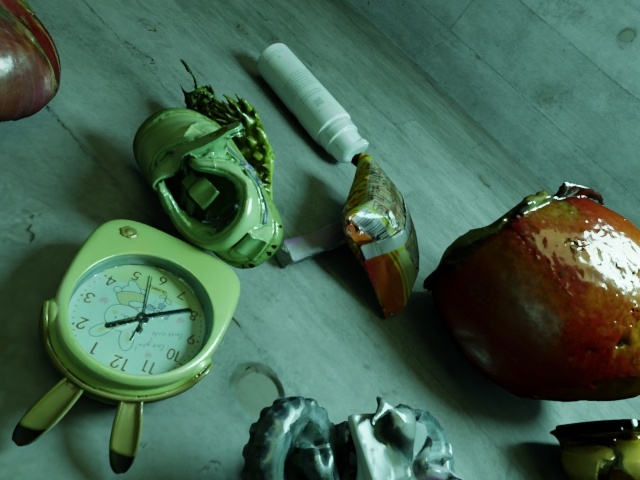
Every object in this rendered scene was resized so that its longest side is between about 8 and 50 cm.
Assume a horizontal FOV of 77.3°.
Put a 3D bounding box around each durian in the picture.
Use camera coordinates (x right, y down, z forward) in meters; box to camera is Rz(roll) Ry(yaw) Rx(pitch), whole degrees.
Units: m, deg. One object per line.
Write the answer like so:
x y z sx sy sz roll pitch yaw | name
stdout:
-0.136 -0.150 0.642 0.107 0.132 0.374 -24 69 -6 | durian

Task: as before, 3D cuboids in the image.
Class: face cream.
-0.019 -0.320 0.950 0.102 0.102 0.345 -17 65 -49 | face cream

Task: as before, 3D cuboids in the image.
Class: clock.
-0.186 0.091 0.399 0.170 0.069 0.231 29 39 -17 | clock

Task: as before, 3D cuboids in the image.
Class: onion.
-0.435 -0.239 0.458 0.249 0.161 0.248 10 35 -7 | onion

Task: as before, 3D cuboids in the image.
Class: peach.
0.393 0.093 0.693 0.417 0.339 0.353 30 37 -8 | peach

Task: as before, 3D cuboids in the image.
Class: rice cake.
0.000 0.000 0.687 0.207 0.036 0.047 -20 83 -51 | rice cake

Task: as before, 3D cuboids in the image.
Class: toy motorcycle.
0.057 0.262 0.396 0.327 0.143 0.187 27 44 -42 | toy motorcycle

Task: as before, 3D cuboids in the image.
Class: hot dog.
0.500 0.369 0.634 0.326 0.194 0.107 22 53 -27 | hot dog

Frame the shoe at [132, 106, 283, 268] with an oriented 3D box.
-0.146 -0.082 0.524 0.140 0.128 0.262 -37 81 -11 | shoe

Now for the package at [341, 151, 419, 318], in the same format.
0.118 -0.021 0.729 0.223 0.109 0.288 60 29 -26 | package
